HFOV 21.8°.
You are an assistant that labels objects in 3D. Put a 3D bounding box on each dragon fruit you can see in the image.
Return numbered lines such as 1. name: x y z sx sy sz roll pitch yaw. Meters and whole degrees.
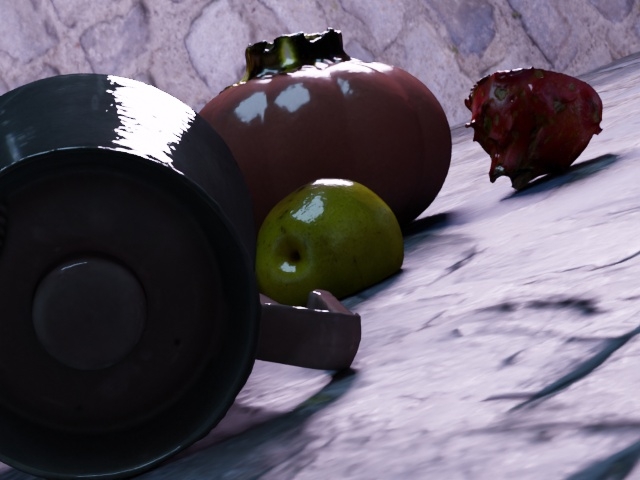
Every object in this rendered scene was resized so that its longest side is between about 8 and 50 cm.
1. dragon fruit: 0.226 -0.101 1.756 0.153 0.110 0.153 9 -19 3

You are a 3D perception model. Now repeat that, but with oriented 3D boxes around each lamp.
1. lamp: -0.007 -0.109 1.812 0.305 0.239 0.305 -12 1 0

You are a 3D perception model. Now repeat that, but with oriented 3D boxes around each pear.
1. pear: 0.000 0.000 1.462 0.141 0.104 0.141 -19 1 0

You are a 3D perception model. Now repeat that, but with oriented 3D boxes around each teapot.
1. teapot: -0.133 0.027 1.114 0.300 0.253 0.344 10 8 -9
